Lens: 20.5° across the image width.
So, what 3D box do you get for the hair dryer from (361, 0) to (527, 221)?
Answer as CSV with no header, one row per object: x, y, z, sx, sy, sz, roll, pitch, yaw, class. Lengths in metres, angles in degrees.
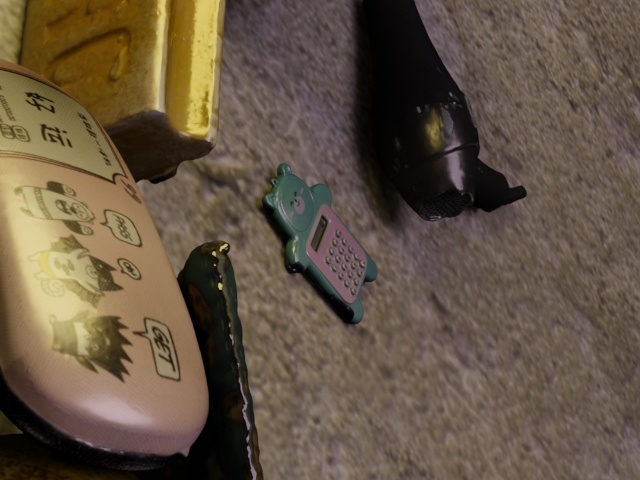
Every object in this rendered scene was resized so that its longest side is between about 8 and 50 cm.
0.119,-0.094,1.617,0.272,0.091,0.235,41,31,-56,hair dryer

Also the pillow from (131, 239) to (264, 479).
-0.084,0.124,1.028,0.034,0.255,0.189,1,69,-22,pillow

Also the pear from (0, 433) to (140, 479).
-0.167,0.195,0.913,0.197,0.197,0.197,32,49,-45,pear

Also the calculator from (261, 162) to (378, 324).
0.000,0.000,1.411,0.141,0.019,0.094,51,40,-29,calculator

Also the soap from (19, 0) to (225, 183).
-0.131,-0.147,1.176,0.073,0.140,0.232,34,48,-44,soap

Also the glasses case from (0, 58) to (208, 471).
-0.148,0.002,0.965,0.122,0.075,0.314,19,30,-37,glasses case
